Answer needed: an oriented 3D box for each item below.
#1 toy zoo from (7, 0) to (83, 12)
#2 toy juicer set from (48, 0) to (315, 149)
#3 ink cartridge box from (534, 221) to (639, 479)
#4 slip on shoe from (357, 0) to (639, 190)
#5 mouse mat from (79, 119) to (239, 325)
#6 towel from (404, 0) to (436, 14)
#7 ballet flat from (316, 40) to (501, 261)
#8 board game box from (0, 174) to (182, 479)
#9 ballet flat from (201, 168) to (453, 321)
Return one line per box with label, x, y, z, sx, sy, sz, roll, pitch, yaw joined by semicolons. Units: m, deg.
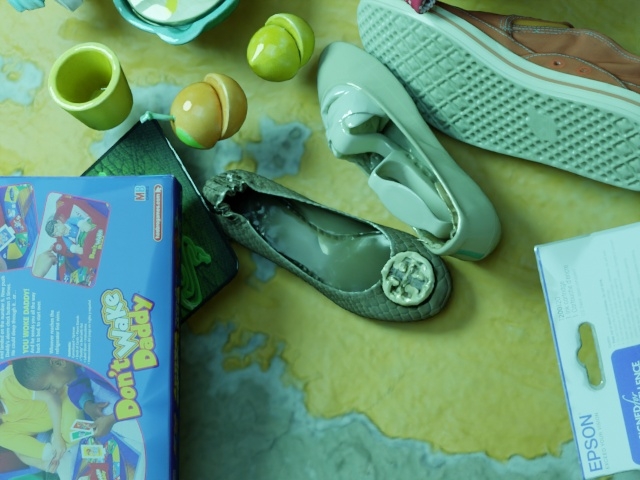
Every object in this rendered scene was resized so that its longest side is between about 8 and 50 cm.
toy zoo;-0.180;-0.317;1.802;0.293;0.030;0.192;-40;31;5
toy juicer set;-0.092;-0.232;1.756;0.209;0.089;0.329;18;72;24
ink cartridge box;0.295;0.079;1.588;0.208;0.045;0.206;-13;72;14
slip on shoe;0.175;-0.141;1.663;0.331;0.123;0.101;23;49;28
mouse mat;-0.164;-0.001;1.760;0.152;0.007;0.189;-41;63;19
towel;0.064;-0.343;1.683;0.275;0.031;0.199;55;129;46
ballet flat;0.058;-0.077;1.679;0.086;0.086;0.248;-43;67;4
board game box;-0.239;0.119;1.677;0.233;0.078;0.347;1;85;1
ballet flat;0.000;0.000;1.701;0.250;0.058;0.084;27;84;23
